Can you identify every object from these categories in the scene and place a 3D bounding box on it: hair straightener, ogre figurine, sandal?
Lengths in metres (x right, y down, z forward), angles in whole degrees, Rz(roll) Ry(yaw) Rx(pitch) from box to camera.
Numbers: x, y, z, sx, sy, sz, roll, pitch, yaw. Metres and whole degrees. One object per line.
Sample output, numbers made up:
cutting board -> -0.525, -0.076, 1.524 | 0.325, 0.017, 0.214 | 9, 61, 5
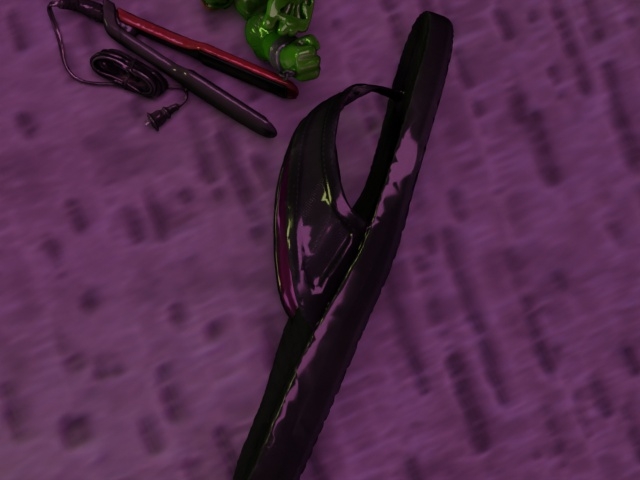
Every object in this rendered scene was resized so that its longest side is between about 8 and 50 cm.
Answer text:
hair straightener -> -0.139, -0.144, 1.241 | 0.230, 0.047, 0.089 | 26, 81, -2
ogre figurine -> -0.049, -0.227, 1.221 | 0.097, 0.118, 0.197 | -37, 95, -15
sandal -> 0.000, 0.001, 1.175 | 0.107, 0.167, 0.446 | 22, 82, -7
